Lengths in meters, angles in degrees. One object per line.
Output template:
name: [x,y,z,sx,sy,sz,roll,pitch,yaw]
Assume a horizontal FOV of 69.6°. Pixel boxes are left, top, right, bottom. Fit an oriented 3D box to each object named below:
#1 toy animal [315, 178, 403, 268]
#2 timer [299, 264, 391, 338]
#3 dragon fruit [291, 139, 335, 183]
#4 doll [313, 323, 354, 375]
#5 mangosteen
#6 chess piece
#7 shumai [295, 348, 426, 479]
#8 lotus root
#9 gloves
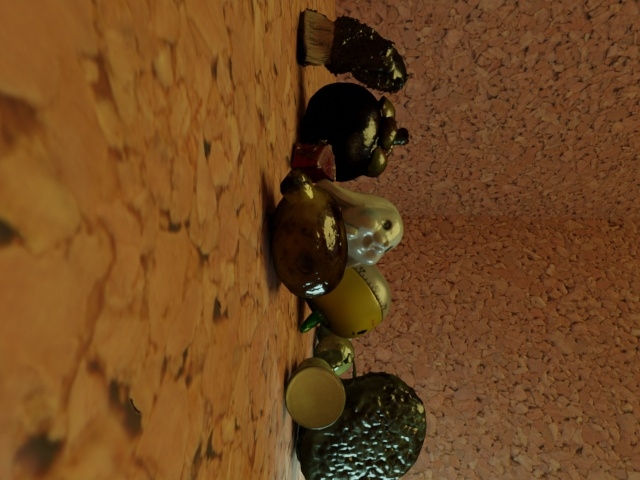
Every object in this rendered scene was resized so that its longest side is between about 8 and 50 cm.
toy animal: [0.055,-0.016,1.174,0.174,0.289,0.249,-85,-165,-54]
timer: [0.040,0.181,1.340,0.285,0.285,0.285,2,90,-85]
dragon fruit: [-0.019,-0.200,1.131,0.147,0.102,0.096,47,42,-77]
doll: [0.057,0.425,1.850,0.260,0.162,0.177,-83,-165,-62]
mangosteen: [0.089,-0.296,1.249,0.233,0.288,0.287,55,31,-45]
chess piece: [-0.015,0.365,1.178,0.251,0.145,0.144,105,-14,-87]
shumai: [0.088,0.533,1.394,0.348,0.395,0.395,-145,-126,-70]
lotus root: [-0.020,0.001,0.855,0.314,0.142,0.169,85,4,-47]
gloves: [0.089,-0.480,1.176,0.210,0.313,0.135,-97,-157,-49]
